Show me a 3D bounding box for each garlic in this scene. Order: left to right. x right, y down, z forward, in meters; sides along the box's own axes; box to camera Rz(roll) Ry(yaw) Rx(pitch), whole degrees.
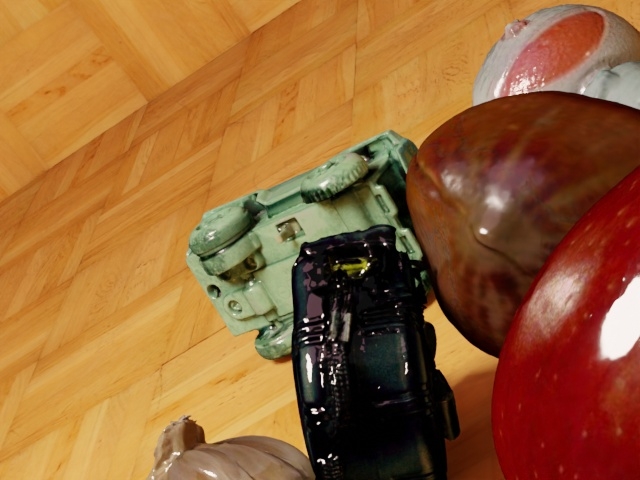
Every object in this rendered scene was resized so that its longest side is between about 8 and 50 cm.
[{"bbox_3d":[-0.041,0.214,1.071,0.194,0.127,0.131,20,76,37],"label":"garlic"}]

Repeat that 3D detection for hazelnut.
[{"bbox_3d":[0.173,-0.010,1.034,0.229,0.229,0.229,-32,20,13],"label":"hazelnut"}]

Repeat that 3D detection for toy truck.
[{"bbox_3d":[0.000,0.000,1.401,0.279,0.155,0.156,-23,16,36],"label":"toy truck"}]

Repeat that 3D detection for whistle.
[{"bbox_3d":[0.248,-0.108,1.217,0.189,0.189,0.348,-42,31,-12],"label":"whistle"}]

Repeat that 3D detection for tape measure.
[{"bbox_3d":[0.042,0.111,1.046,0.112,0.199,0.186,-9,50,7],"label":"tape measure"}]

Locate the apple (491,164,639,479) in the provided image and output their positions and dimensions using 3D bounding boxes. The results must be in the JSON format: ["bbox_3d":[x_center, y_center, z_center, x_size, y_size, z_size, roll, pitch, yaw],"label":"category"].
[{"bbox_3d":[0.234,0.064,0.651,0.317,0.288,0.288,-52,16,16],"label":"apple"}]
